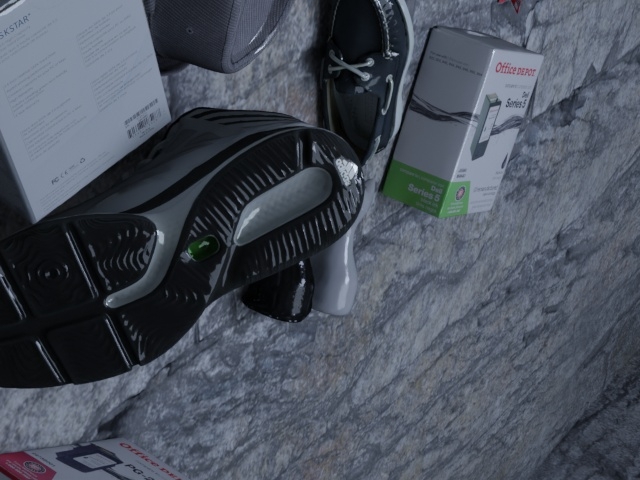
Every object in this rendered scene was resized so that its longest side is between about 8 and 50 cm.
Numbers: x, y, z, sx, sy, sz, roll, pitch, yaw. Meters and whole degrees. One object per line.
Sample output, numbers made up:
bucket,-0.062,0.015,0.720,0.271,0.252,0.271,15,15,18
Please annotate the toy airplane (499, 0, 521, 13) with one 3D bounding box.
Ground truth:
toy airplane,0.325,-0.442,1.892,0.151,0.028,0.151,-38,143,-37

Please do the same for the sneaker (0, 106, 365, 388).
sneaker,-0.186,-0.005,1.229,0.448,0.257,0.169,-24,110,-6

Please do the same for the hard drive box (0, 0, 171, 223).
hard drive box,-0.245,-0.159,1.052,0.181,0.089,0.232,-42,149,-26

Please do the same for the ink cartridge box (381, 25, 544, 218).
ink cartridge box,0.224,-0.184,1.837,0.198,0.115,0.272,-9,120,-57

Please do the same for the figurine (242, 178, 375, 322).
figurine,0.000,0.000,1.645,0.215,0.092,0.209,-1,109,-61

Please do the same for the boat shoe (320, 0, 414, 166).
boat shoe,0.054,-0.215,1.524,0.091,0.114,0.302,-53,150,-33

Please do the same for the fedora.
fedora,-0.098,-0.277,1.171,0.244,0.124,0.275,-36,146,-54

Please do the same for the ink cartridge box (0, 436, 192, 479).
ink cartridge box,-0.259,0.317,1.359,0.237,0.172,0.100,6,107,-61
